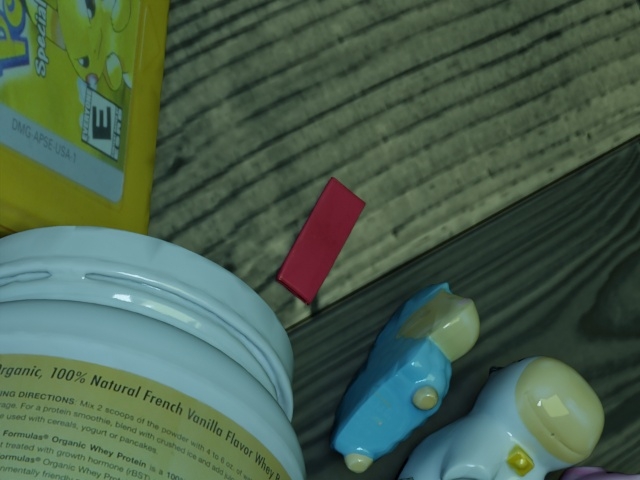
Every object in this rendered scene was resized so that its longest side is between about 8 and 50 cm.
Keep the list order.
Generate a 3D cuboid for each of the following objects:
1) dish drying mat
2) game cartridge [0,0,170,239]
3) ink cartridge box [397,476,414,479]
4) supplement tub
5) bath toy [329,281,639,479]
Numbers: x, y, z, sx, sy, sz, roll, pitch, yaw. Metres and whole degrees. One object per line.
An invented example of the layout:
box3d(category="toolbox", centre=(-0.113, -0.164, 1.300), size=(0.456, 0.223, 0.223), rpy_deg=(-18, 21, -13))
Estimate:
box3d(category="dish drying mat", centre=(0.000, 0.000, 0.967), size=(0.032, 0.008, 0.083), rpy_deg=(38, 64, -20))
box3d(category="game cartridge", centre=(-0.161, -0.146, 0.755), size=(0.323, 0.052, 0.285), rpy_deg=(38, 54, -70))
box3d(category="ink cartridge box", centre=(0.025, 0.267, 0.857), size=(0.153, 0.087, 0.208), rpy_deg=(-22, 94, -1))
box3d(category="supplement tub", centre=(-0.129, 0.172, 0.694), size=(0.228, 0.228, 0.316), rpy_deg=(31, 45, -22))
box3d(category="bath toy", centre=(0.160, 0.189, 0.968), size=(0.151, 0.129, 0.348), rpy_deg=(-37, 103, 16))
